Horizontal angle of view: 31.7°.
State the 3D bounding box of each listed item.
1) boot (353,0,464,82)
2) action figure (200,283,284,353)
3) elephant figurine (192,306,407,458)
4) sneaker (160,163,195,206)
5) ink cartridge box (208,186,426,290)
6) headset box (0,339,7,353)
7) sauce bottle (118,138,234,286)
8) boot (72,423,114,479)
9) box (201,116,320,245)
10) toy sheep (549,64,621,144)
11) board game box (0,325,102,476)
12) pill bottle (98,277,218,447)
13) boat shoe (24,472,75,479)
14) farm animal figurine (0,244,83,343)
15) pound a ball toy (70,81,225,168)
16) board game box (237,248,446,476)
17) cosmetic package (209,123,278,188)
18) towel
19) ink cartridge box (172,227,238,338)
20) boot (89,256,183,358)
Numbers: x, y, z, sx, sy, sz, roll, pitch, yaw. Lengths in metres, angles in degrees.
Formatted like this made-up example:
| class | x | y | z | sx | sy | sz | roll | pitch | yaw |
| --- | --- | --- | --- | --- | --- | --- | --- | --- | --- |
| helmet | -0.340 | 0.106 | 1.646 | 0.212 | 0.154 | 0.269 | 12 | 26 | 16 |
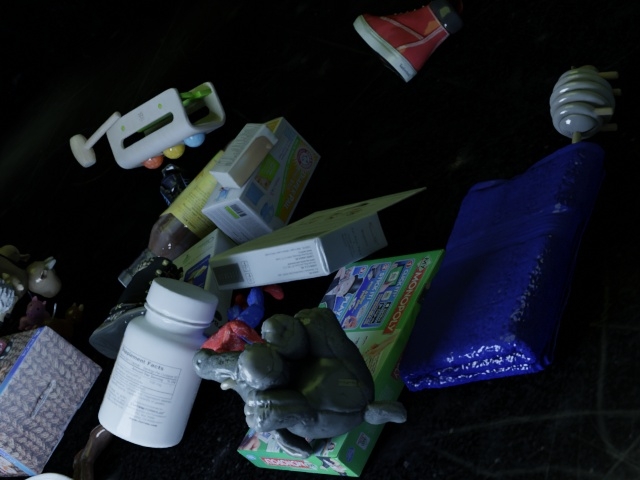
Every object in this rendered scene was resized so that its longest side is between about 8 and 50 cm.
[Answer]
| class | x | y | z | sx | sy | sz | roll | pitch | yaw |
| --- | --- | --- | --- | --- | --- | --- | --- | --- | --- |
| boot | 0.167 | -0.398 | 2.051 | 0.176 | 0.088 | 0.244 | -44 | 33 | 4 |
| action figure | -0.091 | 0.154 | 1.650 | 0.091 | 0.139 | 0.280 | -41 | 3 | 17 |
| elephant figurine | -0.037 | 0.173 | 1.352 | 0.169 | 0.186 | 0.239 | -18 | -12 | -19 |
| sneaker | -0.279 | -0.081 | 2.260 | 0.081 | 0.090 | 0.232 | -43 | 25 | 7 |
| ink cartridge box | 0.000 | 0.000 | 1.713 | 0.239 | 0.060 | 0.275 | -23 | 8 | -39 |
| headset box | -0.624 | 0.215 | 2.092 | 0.062 | 0.032 | 0.083 | -15 | 41 | 48 |
| sauce bottle | -0.239 | -0.035 | 2.107 | 0.344 | 0.111 | 0.111 | -47 | 25 | -4 |
| boot | -0.366 | 0.360 | 1.809 | 0.106 | 0.037 | 0.114 | -53 | 19 | 17 |
| box | -0.102 | -0.102 | 1.988 | 0.103 | 0.114 | 0.203 | -14 | 41 | 44 |
| toy sheep | 0.340 | -0.174 | 1.454 | 0.091 | 0.091 | 0.132 | -21 | 40 | 42 |
| board game box | -0.584 | 0.306 | 2.102 | 0.291 | 0.141 | 0.232 | -16 | 39 | 48 |
| pill bottle | -0.235 | 0.178 | 1.673 | 0.131 | 0.131 | 0.229 | 34 | 106 | 65 |
| boat shoe | -0.468 | 0.459 | 1.760 | 0.277 | 0.098 | 0.096 | -42 | 24 | 32 |
| farm animal figurine | -0.634 | 0.087 | 2.312 | 0.330 | 0.327 | 0.172 | 23 | 83 | 45 |
| pound a ball toy | -0.395 | -0.237 | 2.579 | 0.319 | 0.135 | 0.208 | -22 | -1 | 41 |
| board game box | 0.038 | 0.156 | 1.475 | 0.214 | 0.046 | 0.317 | -8 | 44 | 52 |
| cosmetic package | -0.130 | -0.144 | 1.916 | 0.060 | 0.041 | 0.115 | 11 | 59 | 52 |
| towel | 0.223 | 0.037 | 1.345 | 0.228 | 0.076 | 0.308 | -24 | 33 | 52 |
| ink cartridge box | -0.229 | 0.131 | 1.905 | 0.165 | 0.065 | 0.332 | -34 | 27 | 25 |
| boot | -0.270 | 0.093 | 1.853 | 0.236 | 0.085 | 0.178 | -22 | 32 | 43 |
